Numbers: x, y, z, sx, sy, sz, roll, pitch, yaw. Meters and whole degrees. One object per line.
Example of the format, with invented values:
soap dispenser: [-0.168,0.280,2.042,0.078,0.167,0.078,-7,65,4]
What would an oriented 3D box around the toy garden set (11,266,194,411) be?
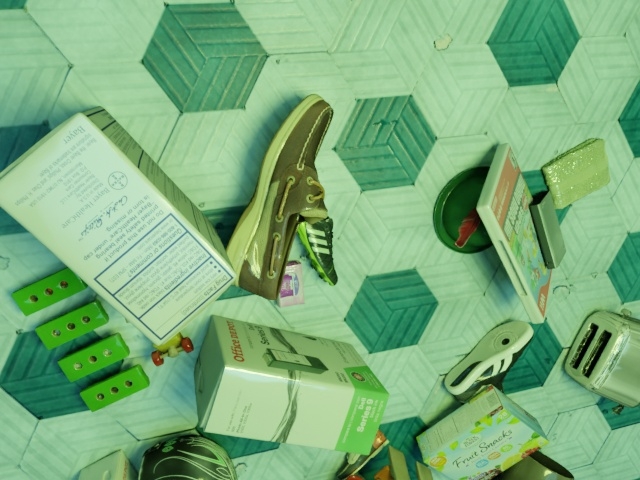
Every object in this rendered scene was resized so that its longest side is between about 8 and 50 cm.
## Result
toy garden set: [-0.351,0.141,0.951,0.204,0.049,0.244,-25,108,-1]

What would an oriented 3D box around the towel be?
towel: [0.526,-0.136,1.155,0.148,0.027,0.110,-26,109,-8]

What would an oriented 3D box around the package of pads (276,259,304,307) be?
package of pads: [-0.058,0.080,1.036,0.050,0.032,0.083,-8,106,-16]

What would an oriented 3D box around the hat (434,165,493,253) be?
hat: [0.321,-0.029,1.038,0.208,0.183,0.173,-43,112,-2]

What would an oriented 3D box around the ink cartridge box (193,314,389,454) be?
ink cartridge box: [-0.059,0.247,0.982,0.289,0.211,0.121,15,100,-20]

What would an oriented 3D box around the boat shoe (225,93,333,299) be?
boat shoe: [-0.042,-0.066,0.923,0.123,0.123,0.342,24,87,11]

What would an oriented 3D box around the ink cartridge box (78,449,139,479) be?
ink cartridge box: [-0.348,0.502,0.998,0.086,0.148,0.203,-26,109,-6]

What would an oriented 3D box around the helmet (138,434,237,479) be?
helmet: [-0.229,0.435,1.010,0.162,0.169,0.169,-3,105,-1]

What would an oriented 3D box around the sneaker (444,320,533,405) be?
sneaker: [0.375,0.272,1.197,0.217,0.079,0.121,-40,115,6]

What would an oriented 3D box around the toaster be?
toaster: [0.645,0.262,1.244,0.147,0.129,0.227,22,99,-17]

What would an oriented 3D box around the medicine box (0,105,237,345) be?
medicine box: [-0.279,-0.035,0.815,0.149,0.263,0.289,-41,111,-2]

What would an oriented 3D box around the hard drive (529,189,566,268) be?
hard drive: [0.453,-0.023,1.124,0.094,0.022,0.135,-34,108,-50]

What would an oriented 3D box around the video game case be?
video game case: [0.377,-0.014,1.066,0.285,0.025,0.204,57,43,-26]

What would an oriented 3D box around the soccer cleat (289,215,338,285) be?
soccer cleat: [0.000,0.000,1.018,0.072,0.060,0.178,-30,108,-9]

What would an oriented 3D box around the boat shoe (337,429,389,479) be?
boat shoe: [0.081,0.443,1.167,0.137,0.049,0.043,-47,73,10]

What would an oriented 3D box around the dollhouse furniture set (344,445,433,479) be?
dollhouse furniture set: [0.139,0.558,1.165,0.259,0.135,0.262,35,110,-19]

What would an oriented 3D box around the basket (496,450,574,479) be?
basket: [0.456,0.594,1.265,0.204,0.154,0.226,26,92,-22]

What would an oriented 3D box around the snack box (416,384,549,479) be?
snack box: [0.337,0.417,1.183,0.207,0.070,0.174,-42,118,17]
